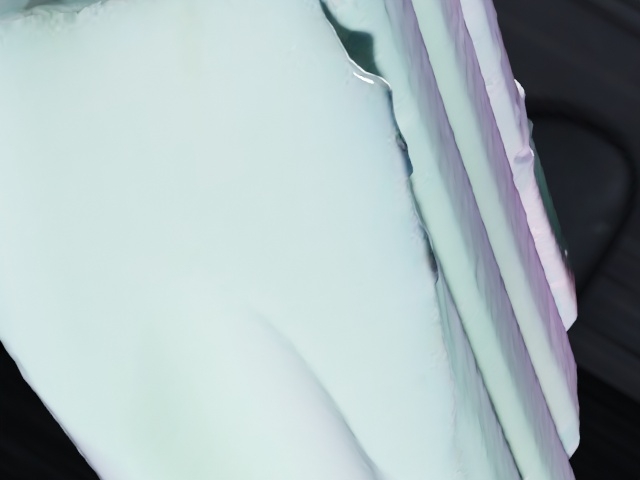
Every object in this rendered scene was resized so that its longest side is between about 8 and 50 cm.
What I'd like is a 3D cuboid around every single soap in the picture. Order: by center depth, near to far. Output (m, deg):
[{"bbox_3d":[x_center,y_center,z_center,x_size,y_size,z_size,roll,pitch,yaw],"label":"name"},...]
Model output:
[{"bbox_3d":[0.000,0.000,0.536,0.324,0.109,0.192,66,21,-52],"label":"soap"}]
